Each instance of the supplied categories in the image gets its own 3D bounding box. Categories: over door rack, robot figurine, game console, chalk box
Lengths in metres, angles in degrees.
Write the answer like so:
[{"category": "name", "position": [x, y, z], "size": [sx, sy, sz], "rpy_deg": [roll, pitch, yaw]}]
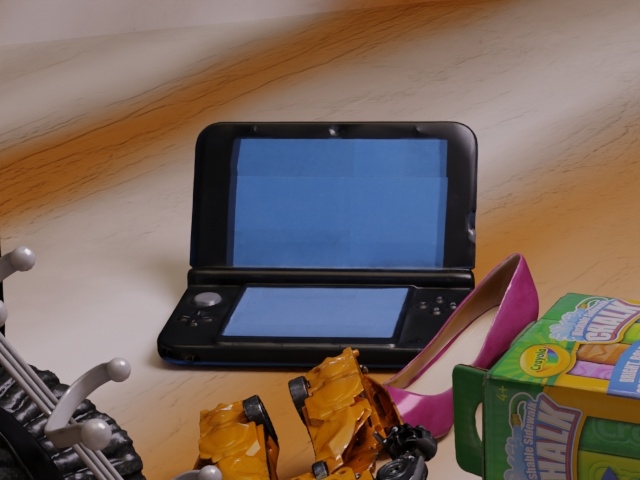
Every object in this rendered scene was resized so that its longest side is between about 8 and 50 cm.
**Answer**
[{"category": "over door rack", "position": [-0.197, 0.171, 1.332], "size": [0.108, 0.239, 0.324], "rpy_deg": [-30, 16, 33]}, {"category": "robot figurine", "position": [-0.011, 0.182, 1.530], "size": [0.211, 0.085, 0.291], "rpy_deg": [-24, 20, 3]}, {"category": "game console", "position": [0.000, 0.000, 1.946], "size": [0.293, 0.173, 0.250], "rpy_deg": [0, 20, 10]}, {"category": "chalk box", "position": [0.223, 0.156, 1.474], "size": [0.289, 0.180, 0.179], "rpy_deg": [5, 21, 26]}]

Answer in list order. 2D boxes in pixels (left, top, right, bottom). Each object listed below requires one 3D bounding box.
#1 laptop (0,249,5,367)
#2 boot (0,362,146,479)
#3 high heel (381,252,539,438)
[{"category": "laptop", "position": [-0.480, 0.064, 1.729], "size": [0.382, 0.408, 0.236], "rpy_deg": [-10, 49, -15]}, {"category": "boot", "position": [-0.292, 0.132, 1.450], "size": [0.131, 0.348, 0.260], "rpy_deg": [-23, 10, 36]}, {"category": "high heel", "position": [0.106, 0.096, 1.742], "size": [0.244, 0.117, 0.082], "rpy_deg": [-20, 26, -38]}]
